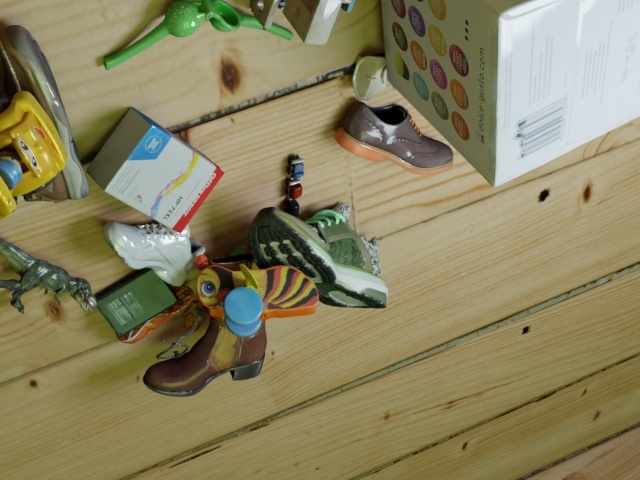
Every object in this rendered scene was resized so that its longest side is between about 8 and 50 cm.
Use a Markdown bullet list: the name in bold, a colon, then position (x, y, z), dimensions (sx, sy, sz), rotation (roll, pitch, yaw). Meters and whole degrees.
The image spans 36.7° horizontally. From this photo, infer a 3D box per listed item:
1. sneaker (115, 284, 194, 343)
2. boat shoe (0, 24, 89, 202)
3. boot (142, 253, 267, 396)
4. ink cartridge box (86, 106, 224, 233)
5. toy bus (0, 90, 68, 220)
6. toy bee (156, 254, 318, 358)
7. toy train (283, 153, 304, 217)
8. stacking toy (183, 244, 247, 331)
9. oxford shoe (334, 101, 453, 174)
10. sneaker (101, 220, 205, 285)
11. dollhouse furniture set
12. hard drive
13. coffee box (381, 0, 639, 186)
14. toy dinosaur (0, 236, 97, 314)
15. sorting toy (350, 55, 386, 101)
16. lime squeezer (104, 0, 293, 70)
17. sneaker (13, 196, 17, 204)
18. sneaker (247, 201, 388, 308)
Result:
- **sneaker**: position (-0.324, 0.141, 1.895), dimensions (0.175, 0.064, 0.067), rotation (-31, 166, 4)
- **boat shoe**: position (-0.433, -0.167, 1.428), dimensions (0.116, 0.123, 0.324), rotation (-18, 139, -12)
- **boot**: position (-0.212, 0.163, 1.879), dimensions (0.264, 0.096, 0.281), rotation (-4, 123, -22)
- **ink cartridge box**: position (-0.259, -0.105, 1.614), dimensions (0.134, 0.078, 0.231), rotation (-54, 138, 3)
- **toy bus**: position (-0.468, -0.081, 1.293), dimensions (0.220, 0.211, 0.150), rotation (-21, 122, 5)
- **toy bee**: position (-0.160, 0.090, 1.749), dimensions (0.298, 0.162, 0.195), rotation (-9, 160, -30)
- **toy train**: position (-0.050, -0.097, 1.815), dimensions (0.027, 0.036, 0.158), rotation (-14, 139, -20)
- **stacking toy**: position (-0.157, 0.112, 1.964), dimensions (0.167, 0.052, 0.221), rotation (16, 122, -43)
- **oxford shoe**: position (0.159, -0.193, 1.802), dimensions (0.271, 0.097, 0.098), rotation (8, 122, -38)
- **sneaker**: position (-0.296, -0.003, 1.734), dimensions (0.115, 0.090, 0.232), rotation (-46, 149, 9)
- **dollhouse furniture set**: position (-0.003, -0.350, 1.448), dimensions (0.129, 0.184, 0.129), rotation (-3, 134, -31)
- **hard drive**: position (-0.349, 0.113, 1.833), dimensions (0.135, 0.022, 0.094), rotation (-31, 113, 1)
- **coffee box**: position (0.317, -0.357, 1.513), dimensions (0.338, 0.334, 0.338), rotation (-26, 141, -14)
- **toy dinosaur**: position (-0.514, 0.070, 1.685), dimensions (0.118, 0.064, 0.268), rotation (-43, 138, 5)
- **sorting toy**: position (0.097, -0.292, 1.696), dimensions (0.075, 0.045, 0.083), rotation (-11, 128, -42)
- **lime squeezer**: position (-0.174, -0.321, 1.475), dimensions (0.310, 0.059, 0.110), rotation (-14, 139, -21)
- **sneaker**: position (-0.558, -0.098, 1.452), dimensions (0.081, 0.080, 0.211), rotation (-19, 134, 23)
- **sneaker**: position (0.000, 0.000, 1.872), dimensions (0.158, 0.182, 0.410), rotation (-6, 155, 30)
